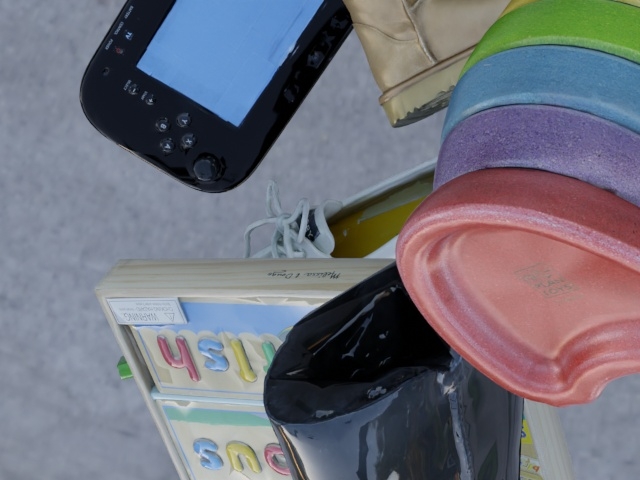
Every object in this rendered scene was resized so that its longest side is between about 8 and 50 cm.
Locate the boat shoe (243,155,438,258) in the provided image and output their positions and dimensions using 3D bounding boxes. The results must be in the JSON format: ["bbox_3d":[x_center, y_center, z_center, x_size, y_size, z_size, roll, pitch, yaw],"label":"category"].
[{"bbox_3d":[0.003,0.006,1.434,0.367,0.136,0.156,-21,137,13],"label":"boat shoe"}]

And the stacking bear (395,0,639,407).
[{"bbox_3d":[0.160,-0.082,0.800,0.164,0.289,0.175,37,149,-21],"label":"stacking bear"}]

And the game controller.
[{"bbox_3d":[-0.063,-0.190,1.219,0.166,0.067,0.319,27,113,-20],"label":"game controller"}]

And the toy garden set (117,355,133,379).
[{"bbox_3d":[-0.135,0.120,1.846,0.203,0.244,0.049,-15,100,1],"label":"toy garden set"}]

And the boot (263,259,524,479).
[{"bbox_3d":[0.027,0.260,1.104,0.146,0.367,0.445,24,142,26],"label":"boot"}]

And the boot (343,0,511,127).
[{"bbox_3d":[0.076,-0.242,1.040,0.236,0.089,0.269,-27,86,28],"label":"boot"}]

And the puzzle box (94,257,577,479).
[{"bbox_3d":[0.012,0.139,1.349,0.409,0.052,0.272,-1,125,31],"label":"puzzle box"}]
